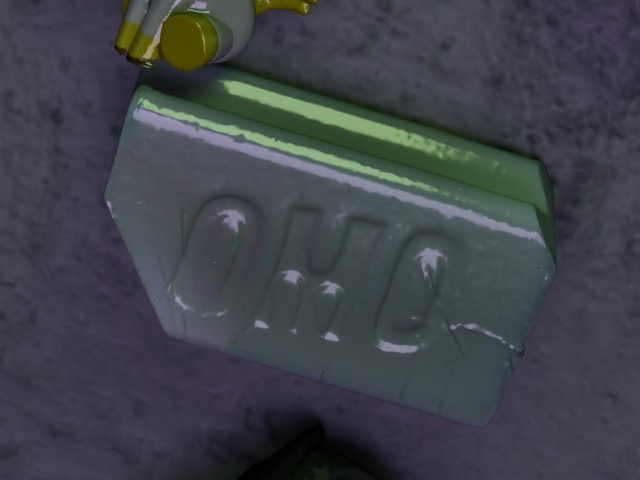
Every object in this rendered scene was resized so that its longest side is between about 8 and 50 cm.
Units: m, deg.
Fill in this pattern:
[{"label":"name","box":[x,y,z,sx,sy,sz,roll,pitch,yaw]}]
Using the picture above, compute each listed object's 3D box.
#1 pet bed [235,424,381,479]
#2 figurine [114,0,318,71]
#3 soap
[{"label":"pet bed","box":[-0.045,0.247,1.332,0.159,0.183,0.211,38,119,-23]},{"label":"figurine","box":[-0.085,-0.191,1.141,0.129,0.109,0.178,-26,117,-11]},{"label":"soap","box":[0.000,0.000,1.231,0.289,0.095,0.173,17,119,-5]}]
